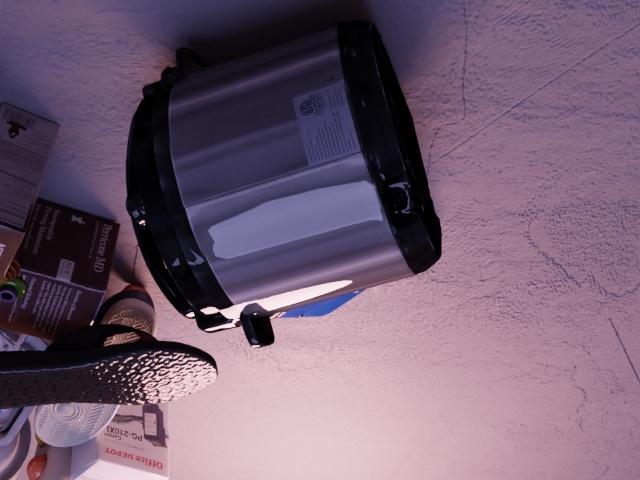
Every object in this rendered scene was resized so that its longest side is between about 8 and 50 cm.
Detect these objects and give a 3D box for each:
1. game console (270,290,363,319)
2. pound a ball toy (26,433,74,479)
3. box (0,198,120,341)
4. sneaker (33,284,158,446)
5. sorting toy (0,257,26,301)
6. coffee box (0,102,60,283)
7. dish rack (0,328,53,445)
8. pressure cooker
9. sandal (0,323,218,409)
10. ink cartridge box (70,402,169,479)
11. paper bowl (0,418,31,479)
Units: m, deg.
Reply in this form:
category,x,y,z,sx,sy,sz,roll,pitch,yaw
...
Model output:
category,x,y,z,sx,sy,sz,roll,pitch,yaw
game console,0.000,0.000,1.565,0.293,0.173,0.250,-36,156,31
pound a ball toy,-0.544,0.446,1.802,0.135,0.319,0.208,33,127,-29
box,-0.472,0.051,1.509,0.203,0.168,0.167,17,131,-17
sneaker,-0.415,0.232,1.663,0.131,0.148,0.350,34,105,-21
sorting toy,-0.497,0.067,1.377,0.061,0.042,0.102,2,133,-4
coffee box,-0.484,-0.070,1.332,0.098,0.247,0.141,22,131,-21
dish rack,-0.627,0.205,1.656,0.285,0.072,0.333,38,120,0
pressure cooker,-0.072,-0.086,1.236,0.420,0.370,0.376,-17,130,11
sandal,-0.393,0.199,1.487,0.445,0.107,0.168,1,141,-18
ink cartridge box,-0.398,0.372,1.771,0.172,0.237,0.100,27,130,-36
paper bowl,-0.727,0.392,1.770,0.284,0.284,0.148,21,131,-20
